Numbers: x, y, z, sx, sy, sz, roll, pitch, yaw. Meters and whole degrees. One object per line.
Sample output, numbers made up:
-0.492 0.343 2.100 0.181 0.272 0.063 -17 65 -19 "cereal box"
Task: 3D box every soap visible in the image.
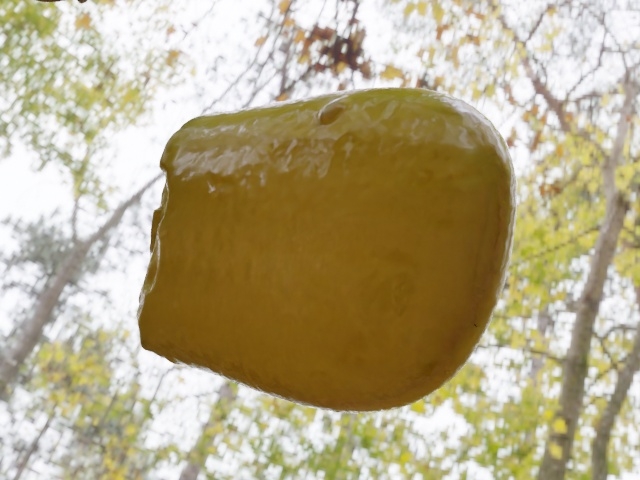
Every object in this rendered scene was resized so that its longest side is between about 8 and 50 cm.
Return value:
0.002 0.001 1.101 0.427 0.306 0.115 6 -15 44 "soap"

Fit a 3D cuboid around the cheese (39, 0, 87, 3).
-0.292 -0.302 1.156 0.191 0.105 0.042 34 -9 10 "cheese"
